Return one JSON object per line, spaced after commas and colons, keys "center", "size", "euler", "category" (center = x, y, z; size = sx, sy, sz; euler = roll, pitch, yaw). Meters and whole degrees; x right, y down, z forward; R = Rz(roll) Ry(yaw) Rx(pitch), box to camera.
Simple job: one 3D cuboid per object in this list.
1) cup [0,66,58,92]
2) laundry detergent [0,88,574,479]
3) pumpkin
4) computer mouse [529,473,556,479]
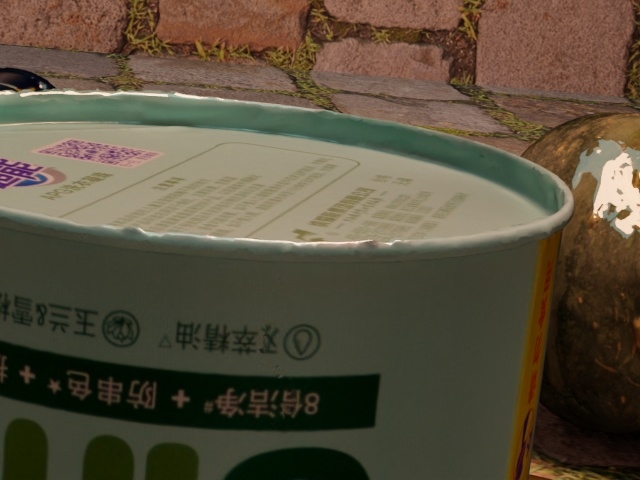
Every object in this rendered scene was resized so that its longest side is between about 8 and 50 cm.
{"center": [-0.287, -0.066, 1.539], "size": [0.255, 0.178, 0.256], "euler": [-20, 12, 10], "category": "cup"}
{"center": [-0.054, 0.111, 0.695], "size": [0.287, 0.305, 0.287], "euler": [5, 13, -1], "category": "laundry detergent"}
{"center": [0.293, 0.034, 1.275], "size": [0.328, 0.257, 0.291], "euler": [6, -1, 31], "category": "pumpkin"}
{"center": [0.103, 0.187, 0.957], "size": [0.158, 0.072, 0.310], "euler": [19, 18, 37], "category": "computer mouse"}
